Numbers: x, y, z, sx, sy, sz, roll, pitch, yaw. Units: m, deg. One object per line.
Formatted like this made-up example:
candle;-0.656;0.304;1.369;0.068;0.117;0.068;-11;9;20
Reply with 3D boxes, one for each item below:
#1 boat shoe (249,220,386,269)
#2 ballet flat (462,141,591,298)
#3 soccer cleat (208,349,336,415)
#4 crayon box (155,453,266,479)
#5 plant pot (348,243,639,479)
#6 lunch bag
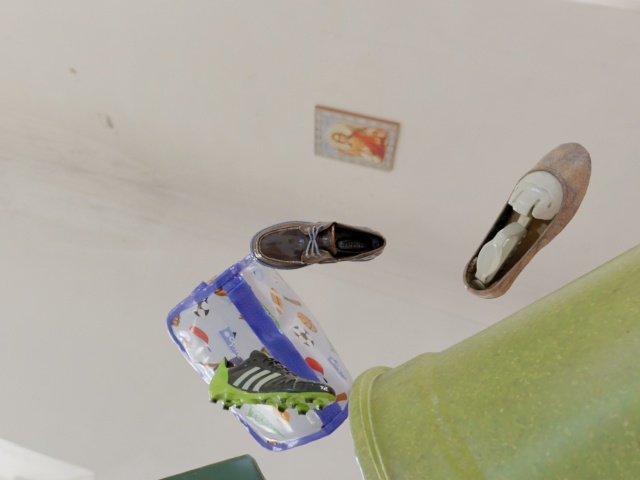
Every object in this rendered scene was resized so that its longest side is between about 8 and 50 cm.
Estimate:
boat shoe;0.000;0.000;0.789;0.066;0.183;0.066;155;109;-72
ballet flat;0.345;-0.026;1.015;0.106;0.108;0.315;1;-59;-49
soccer cleat;-0.061;0.172;0.735;0.060;0.179;0.072;52;-138;-46
crayon box;-0.198;0.340;0.396;0.313;0.106;0.362;-5;-56;-34
plant pot;0.204;0.132;0.406;0.254;0.276;0.276;-41;1;15
lunch bag;-0.110;0.198;1.118;0.239;0.327;0.385;-38;4;-14
